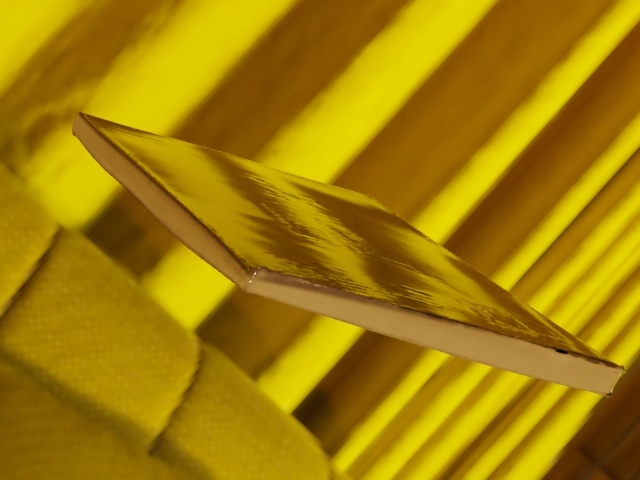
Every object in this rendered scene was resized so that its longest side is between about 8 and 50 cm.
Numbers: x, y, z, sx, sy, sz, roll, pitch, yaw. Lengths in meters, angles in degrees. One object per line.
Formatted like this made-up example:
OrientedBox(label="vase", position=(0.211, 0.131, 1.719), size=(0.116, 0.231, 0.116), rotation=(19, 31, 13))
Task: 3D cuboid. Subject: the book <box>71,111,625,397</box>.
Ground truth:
OrientedBox(label="book", position=(0.000, 0.000, 0.510), size=(0.127, 0.014, 0.181), rotation=(16, 10, -28))
